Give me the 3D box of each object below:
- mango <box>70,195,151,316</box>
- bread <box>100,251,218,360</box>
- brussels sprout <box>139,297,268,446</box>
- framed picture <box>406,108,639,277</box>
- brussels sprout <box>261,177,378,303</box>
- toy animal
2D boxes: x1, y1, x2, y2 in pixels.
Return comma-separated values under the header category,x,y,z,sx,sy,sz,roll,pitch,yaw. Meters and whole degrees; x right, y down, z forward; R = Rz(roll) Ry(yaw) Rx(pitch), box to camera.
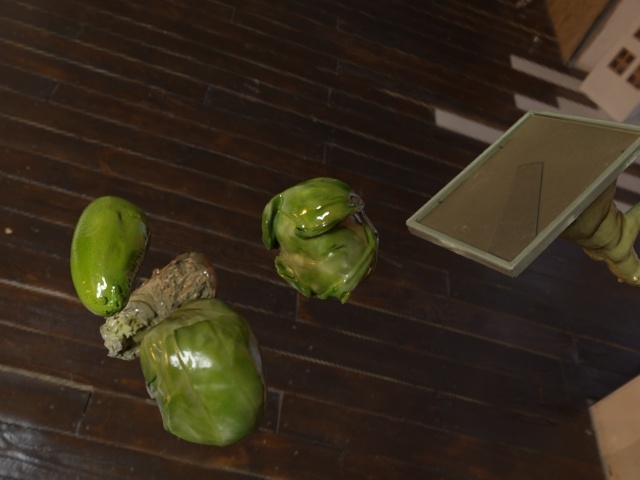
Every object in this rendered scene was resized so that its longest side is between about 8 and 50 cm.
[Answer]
category,x,y,z,sx,sy,sz,roll,pitch,yaw
mango,-0.248,0.013,0.726,0.091,0.074,0.165,-18,50,8
bread,-0.366,0.154,1.475,0.171,0.314,0.192,51,6,-9
brussels sprout,-0.236,0.267,1.256,0.247,0.328,0.328,-7,56,-29
framed picture,0.200,-0.056,0.606,0.203,0.015,0.150,-41,33,-13
brussels sprout,0.001,-0.003,1.322,0.227,0.294,0.259,-30,99,-19
toy animal,0.314,-0.020,0.692,0.219,0.103,0.101,25,67,-40
